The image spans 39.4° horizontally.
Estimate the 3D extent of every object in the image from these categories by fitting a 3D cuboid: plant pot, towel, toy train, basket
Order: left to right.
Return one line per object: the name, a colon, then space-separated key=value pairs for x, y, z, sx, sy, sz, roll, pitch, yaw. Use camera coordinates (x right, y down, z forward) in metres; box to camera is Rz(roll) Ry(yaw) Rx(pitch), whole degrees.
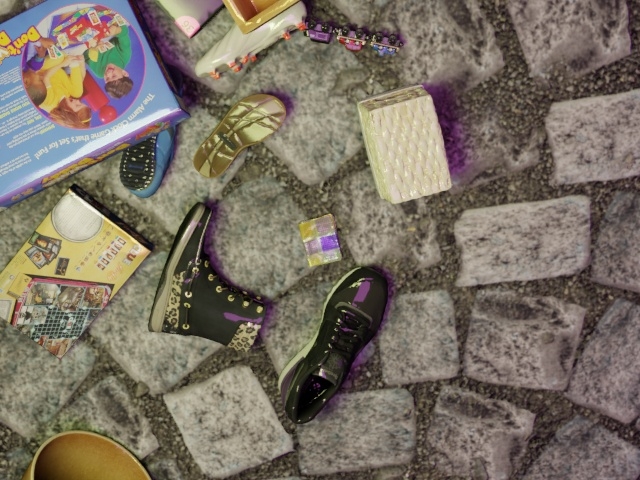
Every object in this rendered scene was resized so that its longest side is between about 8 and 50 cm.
plant pot: x=-0.439 y=0.486 z=1.489 sx=0.237 sy=0.237 sz=0.254 roll=39 pitch=114 yaw=-13
towel: x=0.000 y=0.000 z=1.479 sx=0.060 sy=0.009 sz=0.083 roll=-12 pitch=105 yaw=-1
toy train: x=0.051 y=-0.312 z=1.388 sx=0.158 sy=0.027 sz=0.036 roll=9 pitch=108 yaw=-6
basket: x=0.132 y=-0.149 z=1.398 sx=0.113 sy=0.103 sz=0.167 roll=-16 pitch=105 yaw=0

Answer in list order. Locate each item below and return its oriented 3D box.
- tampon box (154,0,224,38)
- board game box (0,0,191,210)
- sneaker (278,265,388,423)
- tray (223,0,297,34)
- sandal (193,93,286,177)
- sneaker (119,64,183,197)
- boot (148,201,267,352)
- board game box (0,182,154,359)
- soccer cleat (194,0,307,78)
tampon box: x=-0.174 y=-0.397 z=1.312 sx=0.161 sy=0.101 sz=0.120 roll=-43 pitch=103 yaw=8
board game box: x=-0.402 y=-0.215 z=1.325 sx=0.347 sy=0.078 sz=0.233 roll=-25 pitch=88 yaw=3
sneaker: x=0.032 y=0.181 z=1.470 sx=0.107 sy=0.124 sz=0.283 roll=28 pitch=101 yaw=-11
tray: x=0.019 y=-0.459 z=1.145 sx=0.411 sy=0.076 sz=0.202 roll=-27 pitch=102 yaw=24
sandal: x=-0.129 y=-0.169 z=1.409 sx=0.180 sy=0.049 sz=0.072 roll=-40 pitch=99 yaw=22
sneaker: x=-0.258 y=-0.169 z=1.396 sx=0.069 sy=0.082 sz=0.209 roll=13 pitch=86 yaw=11
boot: x=-0.166 y=0.066 z=1.449 sx=0.179 sy=0.085 sz=0.236 roll=19 pitch=110 yaw=-11
board game box: x=-0.411 y=0.052 z=1.450 sx=0.165 sy=0.042 sz=0.243 roll=40 pitch=99 yaw=-12
soccer cleat: x=-0.112 y=-0.315 z=1.362 sx=0.196 sy=0.068 sz=0.076 roll=-30 pitch=90 yaw=4
